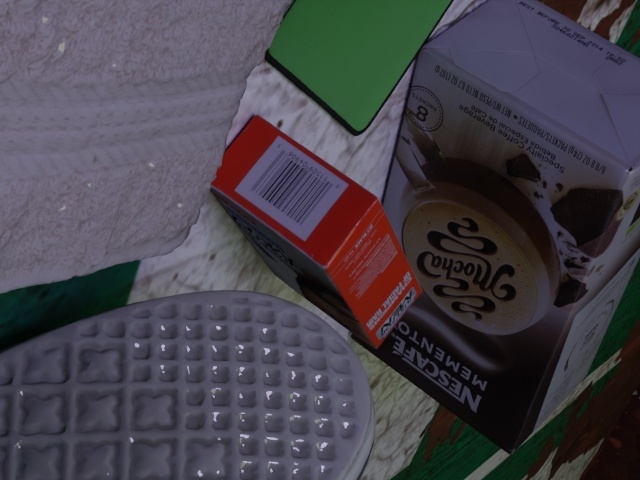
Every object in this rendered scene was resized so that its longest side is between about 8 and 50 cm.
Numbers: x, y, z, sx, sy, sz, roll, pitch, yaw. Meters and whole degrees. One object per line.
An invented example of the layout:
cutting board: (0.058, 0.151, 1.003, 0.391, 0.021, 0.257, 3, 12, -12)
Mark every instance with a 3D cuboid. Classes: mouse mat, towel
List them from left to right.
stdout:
towel: (-0.105, -0.066, 0.563, 0.282, 0.049, 0.187, -15, 136, -59)
mouse mat: (0.037, -0.146, 0.804, 0.153, 0.007, 0.189, -56, 160, 1)

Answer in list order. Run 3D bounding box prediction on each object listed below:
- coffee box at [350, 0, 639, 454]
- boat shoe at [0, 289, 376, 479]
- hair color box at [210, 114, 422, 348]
coffee box: (0.141, -0.007, 1.001, 0.119, 0.168, 0.297, -38, 152, -38)
boat shoe: (-0.177, 0.207, 0.639, 0.500, 0.187, 0.156, -42, 160, -20)
hair color box: (0.000, 0.000, 0.817, 0.053, 0.093, 0.167, -52, 158, -7)
